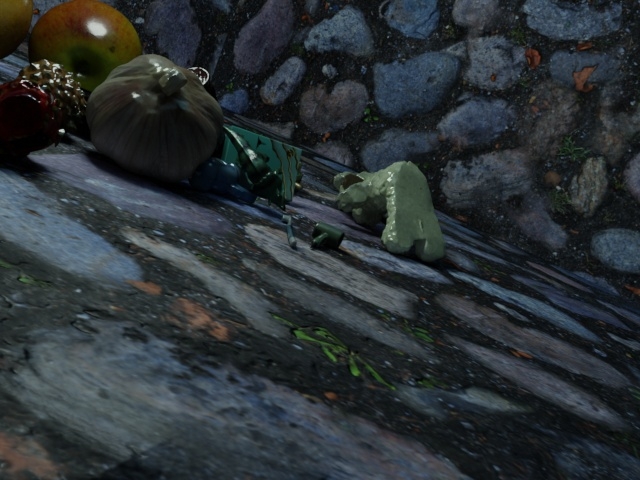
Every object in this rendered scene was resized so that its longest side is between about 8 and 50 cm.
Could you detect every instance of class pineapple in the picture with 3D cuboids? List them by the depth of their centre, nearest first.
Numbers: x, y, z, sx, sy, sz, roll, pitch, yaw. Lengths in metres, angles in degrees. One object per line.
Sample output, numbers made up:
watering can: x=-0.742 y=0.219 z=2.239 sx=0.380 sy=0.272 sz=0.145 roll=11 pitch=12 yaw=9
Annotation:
pineapple: x=-0.637 y=-0.328 z=1.667 sx=0.193 sy=0.166 sz=0.166 roll=52 pitch=20 yaw=14

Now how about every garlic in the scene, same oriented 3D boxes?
garlic: x=-0.389 y=-0.284 z=1.636 sx=0.322 sy=0.321 sz=0.241 roll=25 pitch=-14 yaw=12

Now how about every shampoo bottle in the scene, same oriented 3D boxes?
shampoo bottle: x=-0.313 y=-0.325 z=1.882 sx=0.084 sy=0.129 sz=0.323 roll=9 pitch=-30 yaw=7

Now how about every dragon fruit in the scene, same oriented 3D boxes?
dragon fruit: x=-0.577 y=-0.225 z=1.330 sx=0.160 sy=0.166 sz=0.172 roll=35 pitch=-14 yaw=-16

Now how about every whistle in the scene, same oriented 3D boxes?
whistle: x=-0.254 y=-0.161 z=1.793 sx=0.180 sy=0.093 sz=0.269 roll=34 pitch=9 yaw=21

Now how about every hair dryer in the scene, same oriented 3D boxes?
hair dryer: x=0.000 y=0.000 z=1.650 sx=0.071 sy=0.047 sz=0.150 roll=23 pitch=22 yaw=14

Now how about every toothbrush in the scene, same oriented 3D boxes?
toothbrush: x=-0.076 y=-0.027 z=1.651 sx=0.025 sy=0.019 sz=0.275 roll=15 pitch=12 yaw=-9

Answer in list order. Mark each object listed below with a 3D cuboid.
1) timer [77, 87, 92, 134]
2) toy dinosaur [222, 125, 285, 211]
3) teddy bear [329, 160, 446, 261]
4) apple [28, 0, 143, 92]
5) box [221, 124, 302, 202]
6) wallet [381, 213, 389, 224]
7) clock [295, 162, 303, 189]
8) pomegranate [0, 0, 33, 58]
timer: x=-0.640 y=-0.353 z=1.810 sx=0.187 sy=0.144 sz=0.055 roll=24 pitch=54 yaw=8
toy dinosaur: x=-0.168 y=-0.197 z=1.814 sx=0.292 sy=0.079 sz=0.120 roll=57 pitch=13 yaw=19
teddy bear: x=0.172 y=-0.073 z=2.129 sx=0.327 sy=0.375 sz=0.362 roll=14 pitch=-27 yaw=-35
apple: x=-0.714 y=-0.556 z=2.121 sx=0.340 sy=0.339 sz=0.339 roll=21 pitch=12 yaw=-5
box: x=-0.172 y=-0.214 z=1.981 sx=0.229 sy=0.161 sz=0.041 roll=15 pitch=-10 yaw=-29
wallet: x=0.281 y=-0.069 z=2.401 sx=0.170 sy=0.069 sz=0.231 roll=6 pitch=25 yaw=-42
clock: x=-0.165 y=-0.248 z=2.307 sx=0.235 sy=0.096 sz=0.308 roll=16 pitch=15 yaw=-33
pomegranate: x=-1.024 y=-0.663 z=1.958 sx=0.417 sy=0.416 sz=0.416 roll=21 pitch=12 yaw=-5
